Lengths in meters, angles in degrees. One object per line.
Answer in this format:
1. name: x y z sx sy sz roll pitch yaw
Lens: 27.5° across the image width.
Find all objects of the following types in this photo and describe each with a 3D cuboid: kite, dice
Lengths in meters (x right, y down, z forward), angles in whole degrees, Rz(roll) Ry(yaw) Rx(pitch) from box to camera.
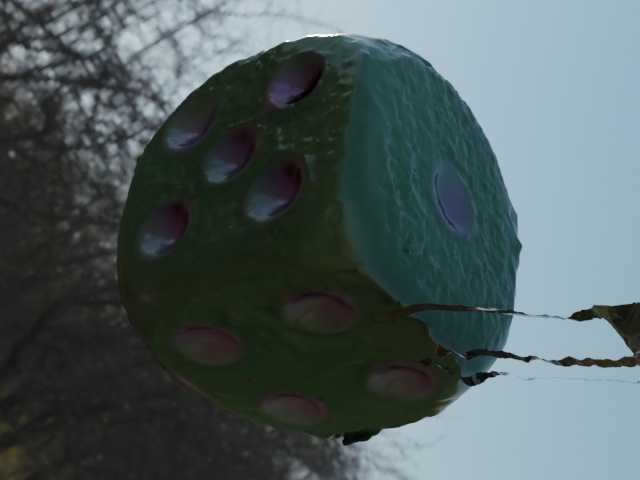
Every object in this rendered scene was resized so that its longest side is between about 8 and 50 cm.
1. kite: 0.179 0.059 0.733 0.310 0.015 0.169 3 -28 25
2. dice: 0.000 0.000 1.374 0.322 0.330 0.318 42 43 -36
